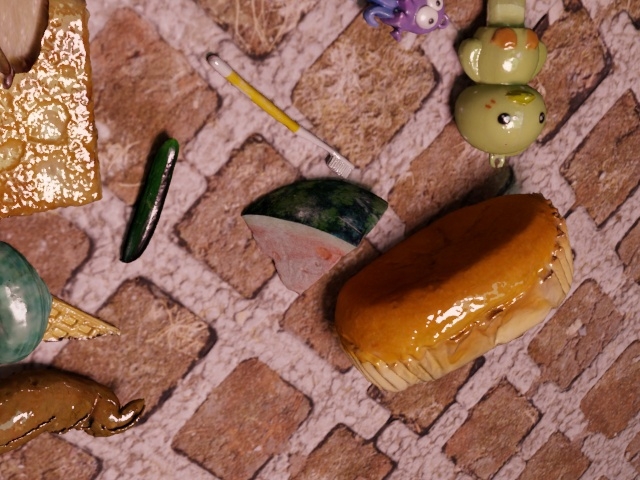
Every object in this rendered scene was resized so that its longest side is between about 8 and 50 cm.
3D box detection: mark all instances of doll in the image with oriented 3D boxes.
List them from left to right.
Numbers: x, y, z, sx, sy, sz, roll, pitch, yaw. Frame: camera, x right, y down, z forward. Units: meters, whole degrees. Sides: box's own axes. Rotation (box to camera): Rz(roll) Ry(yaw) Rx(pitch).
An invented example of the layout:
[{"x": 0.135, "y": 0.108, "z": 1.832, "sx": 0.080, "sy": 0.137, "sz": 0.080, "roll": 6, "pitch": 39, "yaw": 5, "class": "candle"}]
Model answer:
[{"x": 0.092, "y": -0.329, "z": 1.267, "sx": 0.206, "sy": 0.067, "sz": 0.109, "roll": 20, "pitch": 93, "yaw": -28, "class": "doll"}]

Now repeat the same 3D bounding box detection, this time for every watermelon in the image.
[{"x": -0.003, "y": -0.023, "z": 1.381, "sx": 0.202, "sy": 0.136, "sz": 0.207, "roll": -38, "pitch": 173, "yaw": 38, "class": "watermelon"}]

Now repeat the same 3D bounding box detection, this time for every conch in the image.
[{"x": -0.404, "y": 0.076, "z": 1.112, "sx": 0.202, "sy": 0.134, "sz": 0.196, "roll": 21, "pitch": 132, "yaw": -34, "class": "conch"}]

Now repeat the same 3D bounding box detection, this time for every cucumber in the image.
[{"x": -0.217, "y": -0.048, "z": 1.234, "sx": 0.036, "sy": 0.033, "sz": 0.184, "roll": -2, "pitch": 118, "yaw": -52, "class": "cucumber"}]

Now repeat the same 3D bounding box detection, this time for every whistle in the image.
[{"x": 0.269, "y": -0.248, "z": 1.378, "sx": 0.141, "sy": 0.141, "sz": 0.294, "roll": -9, "pitch": 117, "yaw": -29, "class": "whistle"}]

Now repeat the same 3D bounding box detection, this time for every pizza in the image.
[{"x": -0.377, "y": -0.152, "z": 1.043, "sx": 0.258, "sy": 0.087, "sz": 0.268, "roll": -9, "pitch": 117, "yaw": -25, "class": "pizza"}]

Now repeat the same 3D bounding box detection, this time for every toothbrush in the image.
[{"x": -0.049, "y": -0.160, "z": 1.289, "sx": 0.288, "sy": 0.021, "sz": 0.024, "roll": 35, "pitch": 83, "yaw": -39, "class": "toothbrush"}]

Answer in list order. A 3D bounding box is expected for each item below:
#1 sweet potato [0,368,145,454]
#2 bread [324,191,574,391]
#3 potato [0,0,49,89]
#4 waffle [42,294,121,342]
[{"x": -0.380, "y": 0.225, "z": 1.232, "sx": 0.310, "sy": 0.098, "sz": 0.124, "roll": -13, "pitch": 128, "yaw": -23, "class": "sweet potato"}, {"x": 0.204, "y": 0.068, "z": 1.435, "sx": 0.389, "sy": 0.236, "sz": 0.183, "roll": -37, "pitch": 129, "yaw": -11, "class": "bread"}, {"x": -0.414, "y": -0.316, "z": 0.847, "sx": 0.296, "sy": 0.290, "sz": 0.397, "roll": -3, "pitch": 98, "yaw": -2, "class": "potato"}, {"x": -0.344, "y": 0.122, "z": 1.246, "sx": 0.153, "sy": 0.023, "sz": 0.097, "roll": 35, "pitch": 94, "yaw": -40, "class": "waffle"}]
